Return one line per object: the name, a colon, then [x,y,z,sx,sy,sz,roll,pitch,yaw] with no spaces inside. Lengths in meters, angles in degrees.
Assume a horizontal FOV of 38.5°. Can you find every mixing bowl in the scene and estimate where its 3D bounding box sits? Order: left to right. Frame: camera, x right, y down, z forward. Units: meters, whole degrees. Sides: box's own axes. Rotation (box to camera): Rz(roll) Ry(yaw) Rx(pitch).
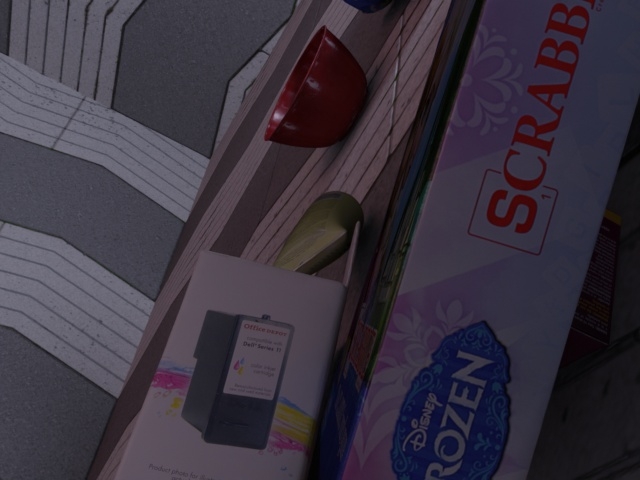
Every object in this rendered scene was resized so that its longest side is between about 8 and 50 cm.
mixing bowl: [0.004,-0.199,1.295,0.181,0.098,0.181,-58,13,21]

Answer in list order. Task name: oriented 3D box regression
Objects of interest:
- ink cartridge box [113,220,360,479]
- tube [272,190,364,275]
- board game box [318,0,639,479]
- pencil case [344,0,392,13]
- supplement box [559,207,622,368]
ink cartridge box: [-0.066,0.156,0.680,0.207,0.119,0.353,101,-176,-48]
tube: [0.000,0.000,0.863,0.240,0.062,0.070,-52,-27,-78]
board game box: [0.074,-0.026,0.467,0.318,0.066,0.318,90,-163,-86]
pencil case: [0.098,-0.410,1.289,0.133,0.119,0.306,-41,9,-10]
supplement box: [0.124,0.022,0.487,0.055,0.043,0.083,-45,22,53]
